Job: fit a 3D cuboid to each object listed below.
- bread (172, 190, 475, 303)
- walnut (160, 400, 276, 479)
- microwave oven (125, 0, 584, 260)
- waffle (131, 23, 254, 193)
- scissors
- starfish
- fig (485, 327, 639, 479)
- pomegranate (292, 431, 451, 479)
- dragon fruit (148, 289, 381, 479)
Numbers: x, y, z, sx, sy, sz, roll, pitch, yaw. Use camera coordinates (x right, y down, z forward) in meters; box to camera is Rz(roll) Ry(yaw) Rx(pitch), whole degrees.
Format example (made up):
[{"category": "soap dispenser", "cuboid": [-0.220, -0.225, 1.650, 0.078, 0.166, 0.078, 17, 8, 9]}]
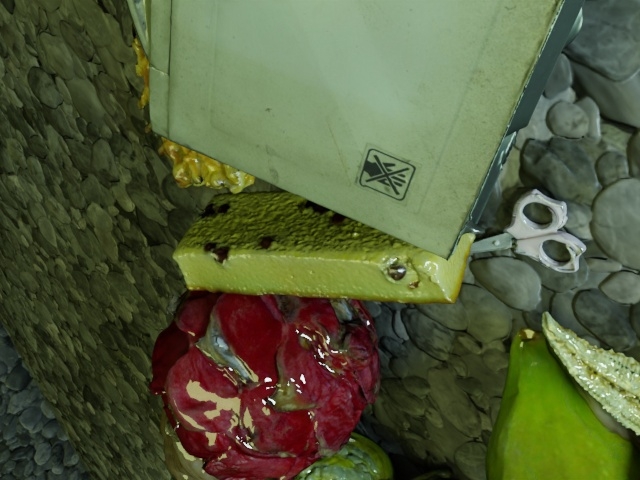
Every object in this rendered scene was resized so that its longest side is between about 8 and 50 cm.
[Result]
[{"category": "bread", "cuboid": [0.000, 0.000, 0.881, 0.361, 0.138, 0.077, 0, 131, 31]}, {"category": "walnut", "cuboid": [-0.158, 0.302, 1.292, 0.273, 0.227, 0.273, 179, 90, -71]}, {"category": "microwave oven", "cuboid": [0.048, -0.243, 0.553, 0.333, 0.247, 0.394, 23, 138, 8]}, {"category": "waffle", "cuboid": [-0.161, -0.217, 0.971, 0.329, 0.062, 0.329, 26, 124, 46]}, {"category": "scissors", "cuboid": [0.204, 0.001, 0.826, 0.189, 0.015, 0.100, -16, 109, 54]}, {"category": "starfish", "cuboid": [0.384, 0.170, 0.678, 0.347, 0.078, 0.358, 1, 93, 25]}, {"category": "fig", "cuboid": [0.265, 0.228, 0.828, 0.206, 0.206, 0.275, -26, 85, 54]}, {"category": "pomegranate", "cuboid": [0.067, 0.418, 1.177, 0.302, 0.236, 0.236, -5, 118, 20]}, {"category": "dragon fruit", "cuboid": [-0.071, 0.169, 1.027, 0.329, 0.329, 0.329, 29, 138, 30]}]
